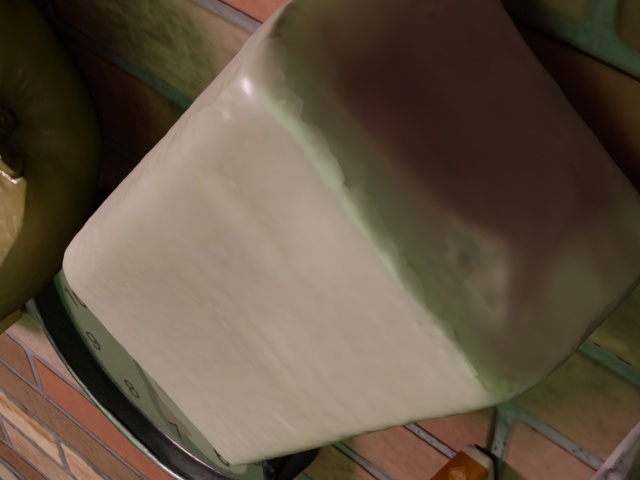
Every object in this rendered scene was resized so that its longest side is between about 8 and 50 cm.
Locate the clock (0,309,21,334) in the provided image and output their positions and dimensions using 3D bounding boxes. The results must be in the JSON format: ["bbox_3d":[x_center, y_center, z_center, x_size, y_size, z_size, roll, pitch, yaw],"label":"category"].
[{"bbox_3d":[-0.434,0.003,1.277,0.170,0.069,0.232,18,137,42],"label":"clock"}]

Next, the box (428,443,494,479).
[{"bbox_3d":[0.079,0.254,0.847,0.032,0.122,0.220,35,149,34],"label":"box"}]

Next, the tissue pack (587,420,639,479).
[{"bbox_3d":[0.157,0.208,0.606,0.156,0.209,0.148,57,150,-9],"label":"tissue pack"}]

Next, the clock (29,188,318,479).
[{"bbox_3d":[-0.139,0.101,1.011,0.319,0.066,0.319,33,146,26],"label":"clock"}]

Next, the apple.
[{"bbox_3d":[-0.287,-0.076,0.833,0.258,0.233,0.295,-4,113,31],"label":"apple"}]

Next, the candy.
[{"bbox_3d":[-0.003,-0.001,0.635,0.208,0.145,0.359,51,151,-5],"label":"candy"}]
